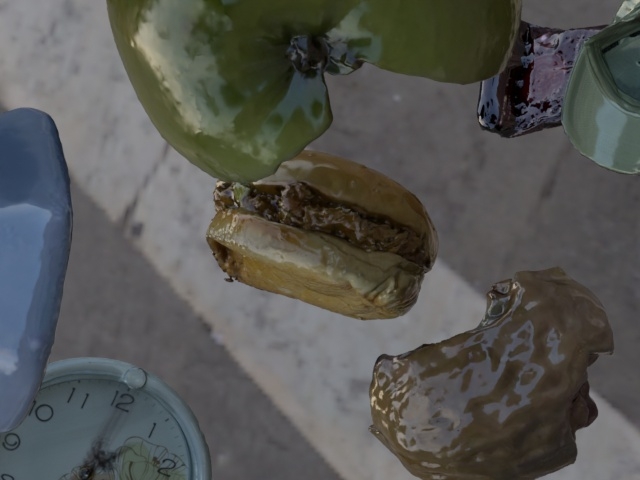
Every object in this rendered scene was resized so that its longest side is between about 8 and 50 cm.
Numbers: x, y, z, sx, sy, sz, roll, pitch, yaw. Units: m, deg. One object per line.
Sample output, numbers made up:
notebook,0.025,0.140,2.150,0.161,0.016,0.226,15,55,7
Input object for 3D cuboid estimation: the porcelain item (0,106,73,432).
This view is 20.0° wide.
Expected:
porcelain item,-0.342,-0.010,0.928,0.242,0.405,0.178,-114,36,-59

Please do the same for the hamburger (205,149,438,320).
hamburger,0.002,0.000,1.551,0.214,0.214,0.108,-4,64,51

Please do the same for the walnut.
walnut,0.156,0.148,1.637,0.141,0.204,0.238,-118,38,-46

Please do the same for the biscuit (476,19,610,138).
biscuit,0.280,-0.175,1.925,0.235,0.063,0.151,1,66,36

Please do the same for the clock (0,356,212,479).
clock,-0.223,0.223,1.721,0.053,0.236,0.236,-142,69,-78

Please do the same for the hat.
hat,0.257,-0.128,1.365,0.122,0.081,0.166,16,91,34

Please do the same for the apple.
apple,-0.012,-0.197,1.285,0.295,0.233,0.258,-17,24,6
